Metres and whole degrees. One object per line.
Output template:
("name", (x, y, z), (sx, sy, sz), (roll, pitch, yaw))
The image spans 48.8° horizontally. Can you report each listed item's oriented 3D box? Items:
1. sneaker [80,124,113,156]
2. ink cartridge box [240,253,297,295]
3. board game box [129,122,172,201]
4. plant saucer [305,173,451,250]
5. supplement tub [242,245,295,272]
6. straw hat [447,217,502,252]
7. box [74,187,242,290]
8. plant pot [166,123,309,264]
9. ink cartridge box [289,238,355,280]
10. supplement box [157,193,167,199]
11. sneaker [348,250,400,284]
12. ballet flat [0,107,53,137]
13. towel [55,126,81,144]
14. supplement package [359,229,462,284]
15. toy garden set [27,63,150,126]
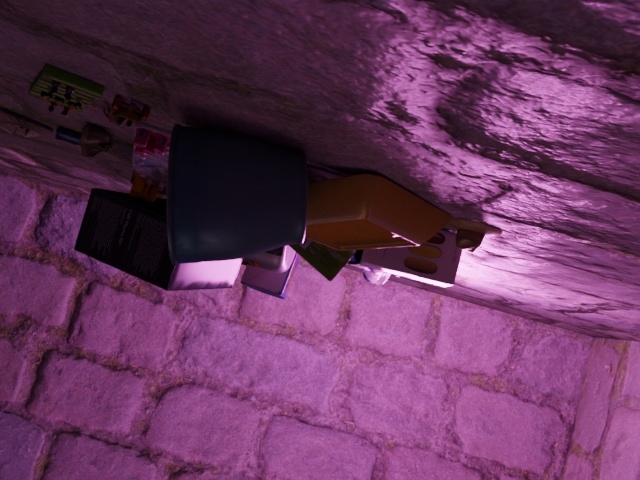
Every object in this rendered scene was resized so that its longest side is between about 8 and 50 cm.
("sneaker", (-0.558, -0.240, 1.773), (0.071, 0.066, 0.188), (16, 174, -11))
("ink cartridge box", (-0.151, 0.058, 2.483), (0.151, 0.269, 0.395), (21, 174, 0))
("board game box", (-0.272, -0.131, 1.732), (0.390, 0.050, 0.390), (17, 161, -11))
("plant saucer", (0.071, -0.045, 1.579), (0.333, 0.080, 0.333), (-5, 163, 38))
("supplement tub", (-0.241, -0.036, 2.162), (0.338, 0.207, 0.207), (15, 174, 10))
("straw hat", (0.350, -0.005, 1.659), (0.145, 0.061, 0.144), (16, 174, 2))
("box", (-0.418, 0.001, 1.920), (0.313, 0.178, 0.343), (20, -175, 22))
("plant pot", (-0.155, -0.086, 1.375), (0.255, 0.271, 0.271), (1, 175, -6))
("ink cartridge box", (0.000, 0.000, 1.953), (0.189, 0.097, 0.255), (42, -170, 1))
("supplement box", (-0.402, -0.049, 2.501), (0.357, 0.194, 0.195), (14, 174, 15))
("sneaker", (0.174, 0.055, 2.425), (0.182, 0.127, 0.315), (20, 166, -7))
("ballet flat", (-0.795, -0.301, 1.873), (0.057, 0.052, 0.168), (9, 171, 46))
("towel", (-0.650, -0.270, 1.897), (0.120, 0.029, 0.067), (19, 172, -26))
("supplement package", (0.239, 0.027, 1.857), (0.244, 0.139, 0.134), (14, 175, 3))
("toy garden set", (-0.463, -0.264, 1.395), (0.204, 0.049, 0.244), (19, 173, -27))
